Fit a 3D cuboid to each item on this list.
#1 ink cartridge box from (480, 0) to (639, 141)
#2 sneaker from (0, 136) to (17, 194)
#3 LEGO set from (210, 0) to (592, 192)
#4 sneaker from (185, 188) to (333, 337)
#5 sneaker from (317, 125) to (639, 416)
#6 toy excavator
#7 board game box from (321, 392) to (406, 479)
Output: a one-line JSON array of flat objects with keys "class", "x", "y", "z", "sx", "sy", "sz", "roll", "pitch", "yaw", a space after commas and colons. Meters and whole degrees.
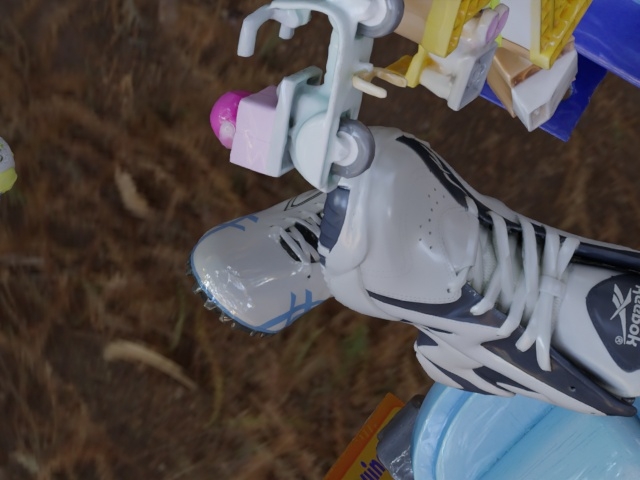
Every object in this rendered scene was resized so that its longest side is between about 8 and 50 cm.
[{"class": "ink cartridge box", "x": 0.234, "y": -0.267, "z": 1.230, "sx": 0.270, "sy": 0.151, "sz": 0.395, "roll": 28, "pitch": 111, "yaw": -5}, {"class": "sneaker", "x": -0.345, "y": 0.001, "z": 1.355, "sx": 0.240, "sy": 0.126, "sz": 0.091, "roll": -19, "pitch": 51, "yaw": -23}, {"class": "LEGO set", "x": 0.036, "y": -0.110, "z": 0.690, "sx": 0.107, "sy": 0.287, "sz": 0.132, "roll": 28, "pitch": 109, "yaw": 16}, {"class": "sneaker", "x": 0.000, "y": 0.000, "z": 1.128, "sx": 0.085, "sy": 0.086, "sz": 0.237, "roll": 52, "pitch": 33, "yaw": 14}, {"class": "sneaker", "x": 0.103, "y": 0.020, "z": 0.846, "sx": 0.153, "sy": 0.235, "sz": 0.094, "roll": 7, "pitch": 63, "yaw": 27}, {"class": "toy excavator", "x": 0.256, "y": 0.268, "z": 1.277, "sx": 0.433, "sy": 0.445, "sz": 0.222, "roll": 42, "pitch": 102, "yaw": -11}, {"class": "board game box", "x": 0.060, "y": 0.442, "z": 1.638, "sx": 0.356, "sy": 0.356, "sz": 0.356, "roll": 37, "pitch": 34, "yaw": 5}]
